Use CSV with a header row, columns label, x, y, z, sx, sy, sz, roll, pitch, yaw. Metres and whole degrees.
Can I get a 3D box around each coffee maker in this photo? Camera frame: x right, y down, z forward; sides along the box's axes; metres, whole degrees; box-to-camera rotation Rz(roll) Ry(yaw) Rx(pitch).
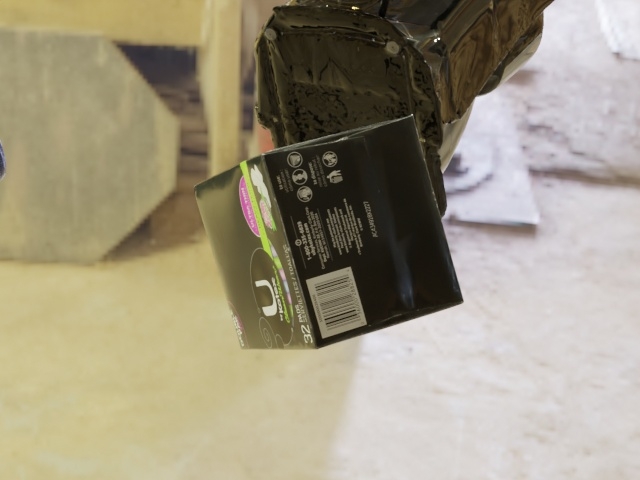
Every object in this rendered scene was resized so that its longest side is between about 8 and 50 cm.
label,x,y,z,sx,sy,sz,roll,pitch,yaw
coffee maker,0.054,-0.120,0.745,0.120,0.171,0.178,27,47,9

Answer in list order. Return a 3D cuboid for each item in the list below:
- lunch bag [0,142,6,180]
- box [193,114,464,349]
label,x,y,z,sx,sy,sz,roll,pitch,yaw
lunch bag,-0.254,-0.108,0.691,0.090,0.219,0.176,-39,28,-24
box,0.000,0.000,0.460,0.052,0.062,0.083,-16,1,-19
